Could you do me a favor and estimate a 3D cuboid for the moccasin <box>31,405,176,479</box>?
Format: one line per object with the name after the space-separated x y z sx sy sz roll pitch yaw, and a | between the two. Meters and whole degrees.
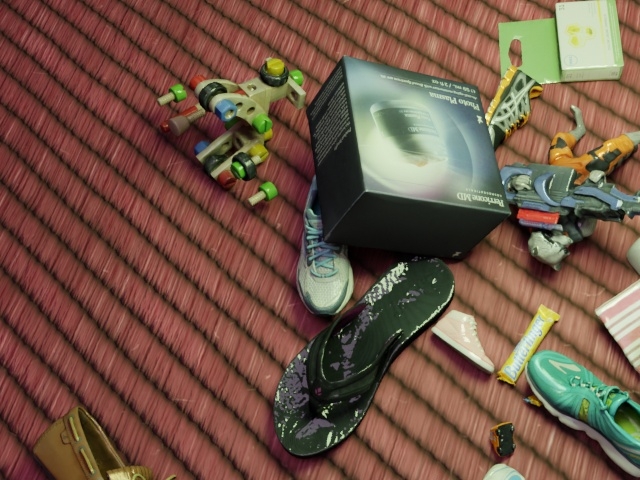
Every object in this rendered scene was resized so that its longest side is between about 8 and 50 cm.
-0.340 0.435 1.502 0.380 0.139 0.147 38 85 34 | moccasin

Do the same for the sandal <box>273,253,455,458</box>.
0.065 0.184 1.549 0.167 0.107 0.446 34 74 23 | sandal

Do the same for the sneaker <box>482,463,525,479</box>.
0.247 0.464 1.387 0.237 0.085 0.086 -46 50 -13 | sneaker

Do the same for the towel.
0.581 0.163 1.484 0.144 0.029 0.197 -32 73 -3 | towel

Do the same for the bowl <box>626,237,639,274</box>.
0.638 0.022 1.545 0.142 0.053 0.142 -36 62 -8 | bowl

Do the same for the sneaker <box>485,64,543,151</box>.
0.371 -0.248 1.717 0.083 0.084 0.215 25 74 8 | sneaker

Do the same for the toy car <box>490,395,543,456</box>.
0.335 0.315 1.482 0.122 0.060 0.040 -29 17 -22 | toy car

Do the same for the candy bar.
0.366 0.187 1.538 0.040 0.018 0.161 31 73 23 | candy bar

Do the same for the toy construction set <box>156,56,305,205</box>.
-0.163 -0.265 1.787 0.237 0.257 0.309 -34 38 -26 | toy construction set

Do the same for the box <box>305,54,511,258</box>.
0.153 -0.145 1.575 0.296 0.183 0.294 7 58 -24 | box

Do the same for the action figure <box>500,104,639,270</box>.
0.492 -0.088 1.565 0.341 0.178 0.330 23 74 47 | action figure

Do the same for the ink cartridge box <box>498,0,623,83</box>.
0.489 -0.405 1.783 0.235 0.056 0.171 -1 65 8 | ink cartridge box

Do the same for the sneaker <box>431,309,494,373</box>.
0.268 0.174 1.545 0.134 0.051 0.070 38 82 29 | sneaker

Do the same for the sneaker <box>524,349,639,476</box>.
0.462 0.264 1.423 0.275 0.110 0.107 37 64 27 | sneaker

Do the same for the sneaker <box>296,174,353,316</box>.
0.000 0.000 1.606 0.110 0.122 0.283 -4 64 10 | sneaker
